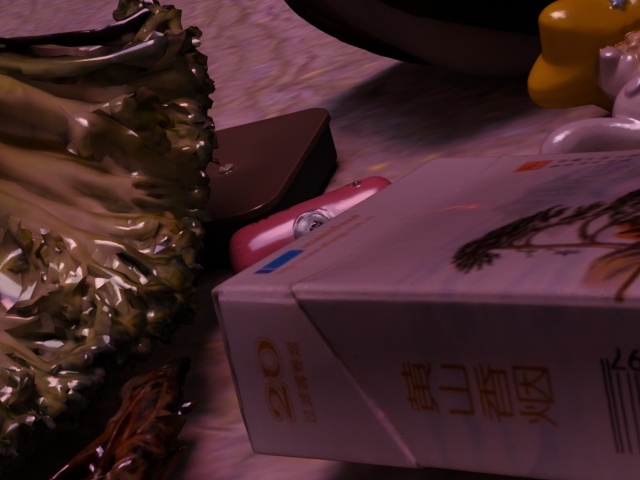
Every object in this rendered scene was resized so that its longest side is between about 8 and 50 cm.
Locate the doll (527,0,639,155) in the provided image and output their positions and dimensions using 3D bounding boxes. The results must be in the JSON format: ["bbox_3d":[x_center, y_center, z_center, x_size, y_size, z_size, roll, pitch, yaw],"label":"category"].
[{"bbox_3d":[0.148,-0.068,0.671,0.113,0.071,0.135,27,56,38],"label":"doll"}]

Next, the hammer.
[{"bbox_3d":[0.000,0.000,0.652,0.083,0.043,0.043,-21,22,-1],"label":"hammer"}]

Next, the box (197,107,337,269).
[{"bbox_3d":[-0.044,-0.025,0.760,0.091,0.031,0.126,-11,25,21],"label":"box"}]

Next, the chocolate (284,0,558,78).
[{"bbox_3d":[0.105,-0.205,0.792,0.284,0.283,0.186,-28,39,-19],"label":"chocolate"}]

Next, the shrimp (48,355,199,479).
[{"bbox_3d":[-0.045,0.099,0.471,0.148,0.035,0.195,-8,29,30],"label":"shrimp"}]

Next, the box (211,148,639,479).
[{"bbox_3d":[0.101,0.018,0.465,0.233,0.067,0.149,-1,17,37],"label":"box"}]

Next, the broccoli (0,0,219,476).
[{"bbox_3d":[-0.204,-0.046,0.554,0.221,0.361,0.252,17,81,48],"label":"broccoli"}]
